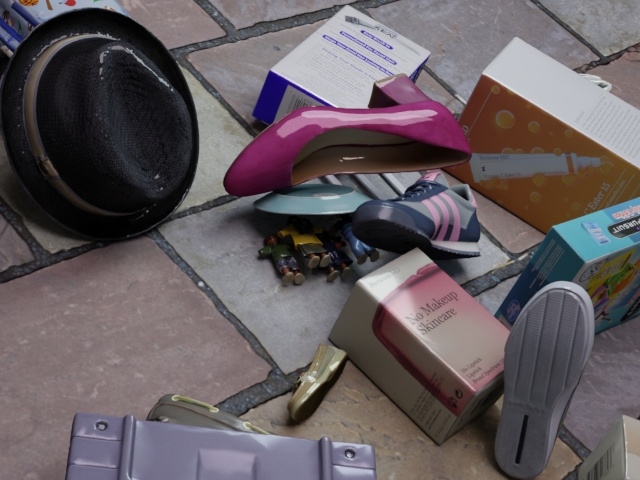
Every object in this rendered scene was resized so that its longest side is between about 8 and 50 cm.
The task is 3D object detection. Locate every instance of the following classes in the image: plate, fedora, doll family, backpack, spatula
[{"bbox_3d":[-0.010,-0.067,1.905,0.188,0.024,0.188,0,11,0],"label":"plate"},{"bbox_3d":[-0.278,-0.164,1.728,0.334,0.334,0.152,-10,8,-34],"label":"fedora"},{"bbox_3d":[0.000,0.000,1.889,0.193,0.076,0.111,0,42,-33],"label":"doll family"},{"bbox_3d":[-0.390,-0.272,1.889,0.263,0.213,0.276,49,42,11],"label":"backpack"},{"bbox_3d":[0.050,-0.118,2.077,0.168,0.019,0.242,-13,53,-43],"label":"spatula"}]

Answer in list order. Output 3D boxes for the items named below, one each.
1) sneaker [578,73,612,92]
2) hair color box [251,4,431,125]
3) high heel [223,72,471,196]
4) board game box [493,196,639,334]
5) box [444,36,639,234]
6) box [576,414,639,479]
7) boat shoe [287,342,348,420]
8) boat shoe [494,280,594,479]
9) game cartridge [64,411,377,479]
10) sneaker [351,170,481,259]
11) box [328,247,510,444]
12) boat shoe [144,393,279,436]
[{"bbox_3d":[0.518,-0.205,2.286,0.292,0.169,0.108,21,39,-7],"label":"sneaker"},{"bbox_3d":[0.042,-0.274,2.156,0.185,0.110,0.339,31,39,8],"label":"hair color box"},{"bbox_3d":[0.045,-0.124,1.878,0.377,0.127,0.181,-30,62,-20],"label":"high heel"},{"bbox_3d":[0.430,0.053,1.901,0.336,0.254,0.079,-17,56,-38],"label":"board game box"},{"bbox_3d":[0.411,-0.154,2.140,0.345,0.215,0.168,33,41,10],"label":"box"},{"bbox_3d":[0.521,0.372,1.695,0.311,0.148,0.121,21,40,-7],"label":"box"},{"bbox_3d":[-0.013,0.191,1.692,0.048,0.056,0.153,25,38,14],"label":"boat shoe"},{"bbox_3d":[0.301,0.181,1.683,0.109,0.302,0.094,20,28,16],"label":"boat shoe"},{"bbox_3d":[-0.107,0.309,1.366,0.355,0.068,0.230,8,40,-11],"label":"game cartridge"},{"bbox_3d":[0.143,-0.048,1.881,0.319,0.112,0.131,15,73,-58],"label":"sneaker"},{"bbox_3d":[0.154,0.146,1.763,0.232,0.127,0.149,43,44,19],"label":"box"},{"bbox_3d":[-0.076,0.276,1.526,0.305,0.109,0.091,21,45,1],"label":"boat shoe"}]
